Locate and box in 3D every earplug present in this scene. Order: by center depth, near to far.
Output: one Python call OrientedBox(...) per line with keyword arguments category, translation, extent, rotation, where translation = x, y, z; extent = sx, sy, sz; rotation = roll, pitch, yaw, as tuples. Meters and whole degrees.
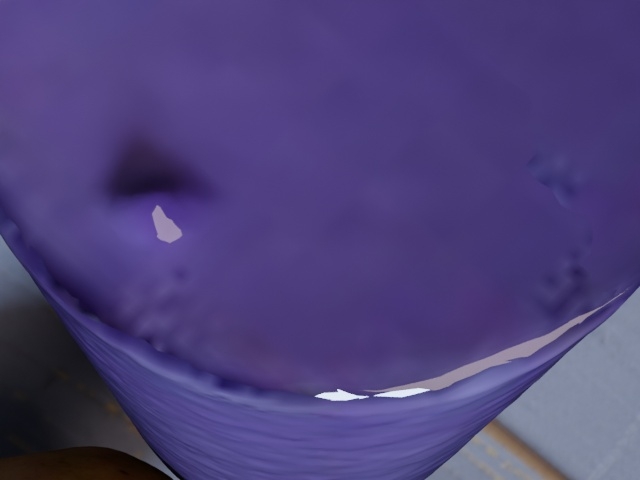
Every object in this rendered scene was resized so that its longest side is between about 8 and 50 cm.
OrientedBox(category="earplug", translation=(0.000, 0.000, 0.723), extent=(0.215, 0.215, 0.456), rotation=(-38, 168, -11))

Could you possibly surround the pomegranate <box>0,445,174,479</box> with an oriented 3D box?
OrientedBox(category="pomegranate", translation=(-0.116, 0.181, 0.818), extent=(0.191, 0.191, 0.191), rotation=(-18, 125, -27))
